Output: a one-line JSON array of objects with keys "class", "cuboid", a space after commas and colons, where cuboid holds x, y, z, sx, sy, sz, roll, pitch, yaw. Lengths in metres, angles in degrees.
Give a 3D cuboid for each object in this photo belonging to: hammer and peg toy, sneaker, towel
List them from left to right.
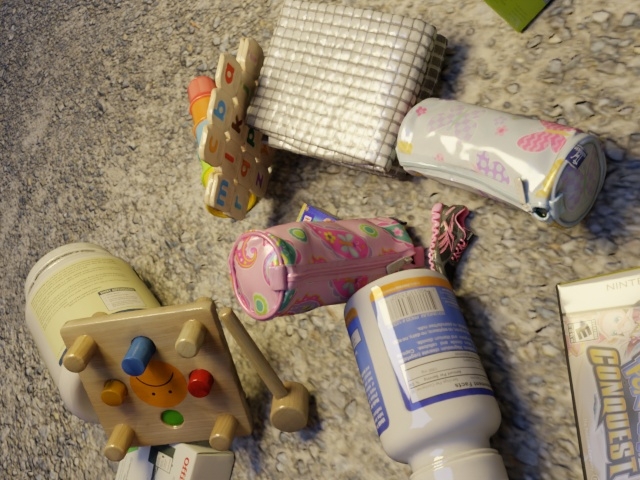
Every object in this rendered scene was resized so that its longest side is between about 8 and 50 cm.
[{"class": "hammer and peg toy", "cuboid": [-0.206, 0.207, 1.114, 0.361, 0.266, 0.127, -9, 26, 11]}, {"class": "towel", "cuboid": [0.038, -0.235, 1.110, 0.284, 0.121, 0.235, 19, 92, 32]}, {"class": "sneaker", "cuboid": [0.183, 0.003, 0.974, 0.057, 0.047, 0.119, -4, 75, 31]}]

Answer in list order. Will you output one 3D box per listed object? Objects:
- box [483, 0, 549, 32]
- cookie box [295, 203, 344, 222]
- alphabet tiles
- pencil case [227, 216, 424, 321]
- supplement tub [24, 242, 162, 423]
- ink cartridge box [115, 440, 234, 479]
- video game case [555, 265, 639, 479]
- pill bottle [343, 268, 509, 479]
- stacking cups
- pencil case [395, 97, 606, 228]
[{"class": "box", "cuboid": [0.295, -0.377, 0.936, 0.178, 0.109, 0.042, -47, 46, 23]}, {"class": "cookie box", "cuboid": [0.000, 0.000, 1.146, 0.107, 0.040, 0.092, 29, 99, 45]}, {"class": "alphabet tiles", "cuboid": [-0.130, -0.181, 1.175, 0.021, 0.278, 0.284, 11, 84, 16]}, {"class": "pencil case", "cuboid": [0.015, 0.032, 0.957, 0.124, 0.284, 0.124, 5, 97, 46]}, {"class": "supplement tub", "cuboid": [-0.426, 0.167, 1.360, 0.325, 0.235, 0.235, 41, 106, 42]}, {"class": "ink cartridge box", "cuboid": [-0.261, 0.409, 1.232, 0.208, 0.087, 0.153, 10, 85, 44]}, {"class": "video game case", "cuboid": [0.387, 0.153, 0.736, 0.248, 0.035, 0.275, -18, 65, 39]}, {"class": "pill bottle", "cuboid": [0.134, 0.186, 0.883, 0.152, 0.152, 0.272, -36, 56, 30]}, {"class": "stacking cups", "cuboid": [-0.209, -0.189, 1.371, 0.096, 0.096, 0.316, -42, 50, 27]}, {"class": "pencil case", "cuboid": [0.226, -0.105, 0.913, 0.124, 0.113, 0.273, -50, 44, -10]}]
